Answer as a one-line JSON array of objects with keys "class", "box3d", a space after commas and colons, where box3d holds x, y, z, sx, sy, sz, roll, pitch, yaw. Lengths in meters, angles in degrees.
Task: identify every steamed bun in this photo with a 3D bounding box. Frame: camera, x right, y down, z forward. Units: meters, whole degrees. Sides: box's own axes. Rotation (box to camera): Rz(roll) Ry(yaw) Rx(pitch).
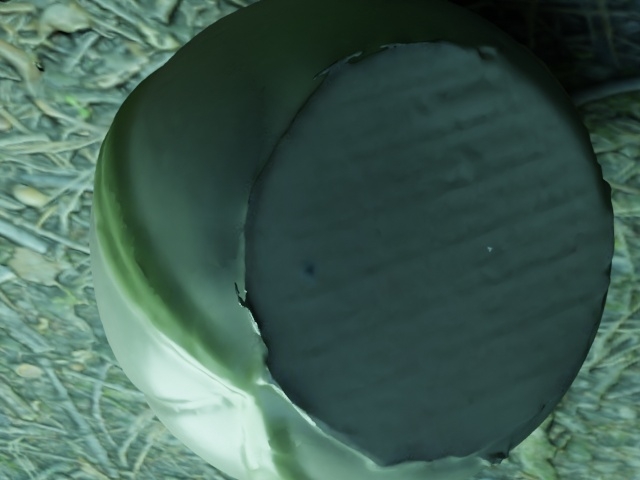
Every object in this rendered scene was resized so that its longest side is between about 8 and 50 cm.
[{"class": "steamed bun", "box3d": [0.000, 0.000, 1.019, 0.309, 0.309, 0.309, 10, 143, 8]}]
